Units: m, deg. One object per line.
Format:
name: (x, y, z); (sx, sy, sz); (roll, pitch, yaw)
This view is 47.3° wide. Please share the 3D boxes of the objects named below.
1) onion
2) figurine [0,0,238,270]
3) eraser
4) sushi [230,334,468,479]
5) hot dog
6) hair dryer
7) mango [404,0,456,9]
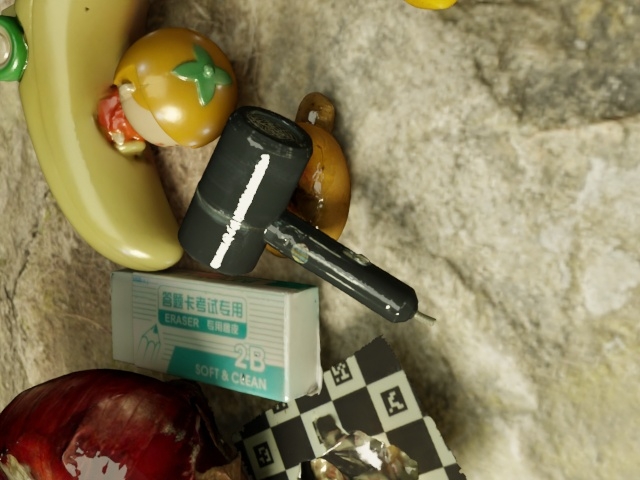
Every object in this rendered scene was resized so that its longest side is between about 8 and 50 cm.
onion: (-0.150, 0.208, 0.662); (0.272, 0.195, 0.272); (20, 143, 15)
figurine: (-0.176, -0.133, 0.673); (0.222, 0.124, 0.325); (-14, 92, 23)
eraser: (-0.102, 0.080, 0.671); (0.225, 0.052, 0.096); (4, 97, 36)
sushi: (0.036, 0.205, 0.632); (0.210, 0.040, 0.193); (-42, 67, 30)
hot dog: (-0.017, -0.055, 0.635); (0.089, 0.060, 0.140); (-3, 102, 25)
hair dryer: (0.000, 0.000, 0.574); (0.219, 0.071, 0.124); (34, 116, 7)
mango: (0.063, -0.276, 0.548); (0.141, 0.102, 0.217); (-17, 85, 33)
